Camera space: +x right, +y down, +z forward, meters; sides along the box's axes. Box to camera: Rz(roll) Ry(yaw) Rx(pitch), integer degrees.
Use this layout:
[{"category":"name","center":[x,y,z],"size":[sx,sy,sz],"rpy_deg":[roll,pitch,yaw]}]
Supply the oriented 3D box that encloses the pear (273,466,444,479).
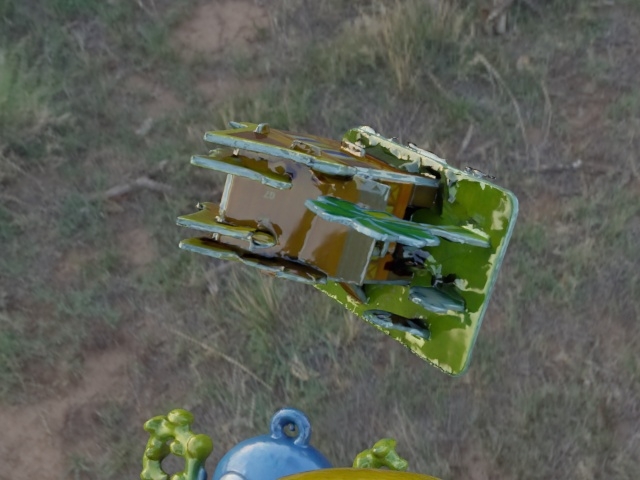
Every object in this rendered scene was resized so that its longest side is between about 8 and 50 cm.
[{"category":"pear","center":[-0.003,0.297,0.648],"size":[0.336,0.285,0.285],"rpy_deg":[-14,60,4]}]

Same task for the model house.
[{"category":"model house","center":[0.000,0.000,1.171],"size":[0.312,0.243,0.357],"rpy_deg":[2,20,-37]}]

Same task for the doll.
[{"category":"doll","center":[-0.081,0.335,1.077],"size":[0.346,0.098,0.342],"rpy_deg":[17,92,27]}]
